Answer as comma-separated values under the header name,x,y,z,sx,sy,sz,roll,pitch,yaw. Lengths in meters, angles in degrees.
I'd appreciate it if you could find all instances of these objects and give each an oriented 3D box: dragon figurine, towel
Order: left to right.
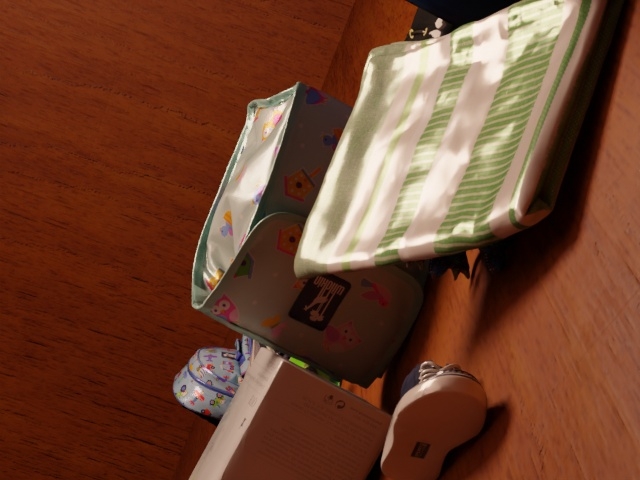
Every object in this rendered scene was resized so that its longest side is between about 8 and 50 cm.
name,x,y,z,sx,sy,sz,roll,pitch,yaw
towel,0.109,-0.093,1.452,0.325,0.038,0.248,-10,53,54
dragon figurine,0.130,-0.063,1.547,0.144,0.085,0.289,122,162,-52

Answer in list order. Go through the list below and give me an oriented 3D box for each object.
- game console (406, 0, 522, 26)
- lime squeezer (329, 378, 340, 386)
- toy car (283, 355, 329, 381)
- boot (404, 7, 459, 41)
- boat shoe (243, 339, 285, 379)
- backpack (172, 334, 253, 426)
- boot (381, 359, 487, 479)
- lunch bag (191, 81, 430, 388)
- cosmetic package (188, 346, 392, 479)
name,x,y,z,sx,sy,sz,roll,pitch,yaw
game console,0.168,-0.340,1.683,0.250,0.173,0.293,-174,104,-83
lime squeezer,0.015,0.135,2.041,0.110,0.058,0.310,-158,89,-84
toy car,0.000,0.116,1.989,0.239,0.053,0.225,30,103,60
boot,0.148,-0.260,1.891,0.236,0.085,0.179,-85,10,-76
boat shoe,-0.024,0.085,2.304,0.158,0.127,0.341,-59,20,31
backpack,-0.114,0.200,2.380,0.158,0.173,0.117,-90,20,-73
boot,0.092,0.126,1.383,0.190,0.069,0.086,118,167,-59
lunch bag,0.000,0.000,1.780,0.160,0.223,0.262,-17,50,58
cosmetic package,-0.048,0.242,1.754,0.225,0.138,0.224,-63,6,-4
